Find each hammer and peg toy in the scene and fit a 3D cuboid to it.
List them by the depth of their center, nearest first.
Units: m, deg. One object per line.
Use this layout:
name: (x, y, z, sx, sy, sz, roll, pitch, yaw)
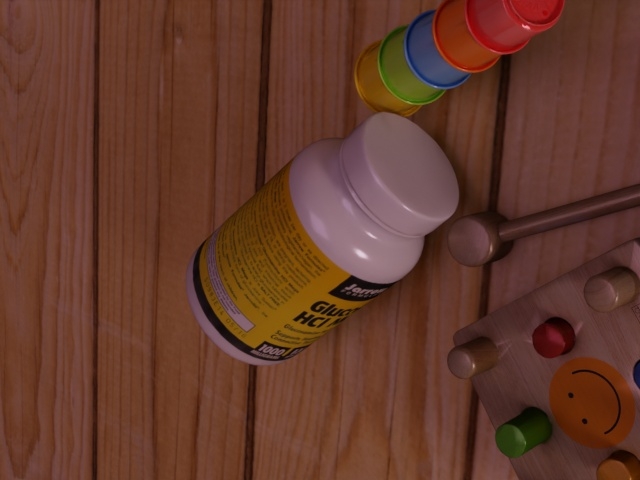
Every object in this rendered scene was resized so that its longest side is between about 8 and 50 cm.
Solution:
hammer and peg toy: (0.260, 0.110, 1.039, 0.266, 0.127, 0.361, -33, 76, 40)

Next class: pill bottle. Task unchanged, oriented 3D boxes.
pill bottle: (0.000, 0.000, 1.209, 0.334, 0.188, 0.188, -40, 72, 39)

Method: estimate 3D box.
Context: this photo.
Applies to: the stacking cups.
stacking cups: (0.127, -0.201, 1.026, 0.316, 0.096, 0.096, 161, 96, -72)
